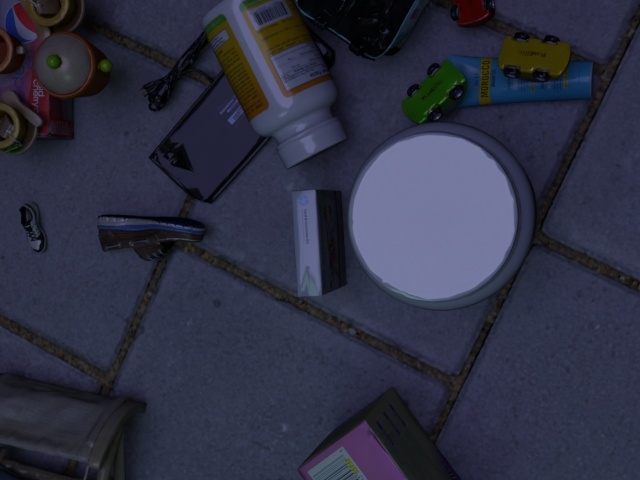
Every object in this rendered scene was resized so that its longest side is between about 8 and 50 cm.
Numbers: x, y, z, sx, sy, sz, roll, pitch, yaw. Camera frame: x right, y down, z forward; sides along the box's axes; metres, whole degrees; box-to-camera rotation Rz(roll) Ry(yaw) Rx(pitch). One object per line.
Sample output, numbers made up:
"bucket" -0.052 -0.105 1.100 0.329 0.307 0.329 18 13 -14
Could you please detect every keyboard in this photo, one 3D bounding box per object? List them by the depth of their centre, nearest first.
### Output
"keyboard" -0.146 -0.227 1.537 0.201 0.033 0.317 43 99 2

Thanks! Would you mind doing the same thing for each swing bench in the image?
"swing bench" -0.432 0.354 1.555 0.253 0.165 0.255 9 94 13

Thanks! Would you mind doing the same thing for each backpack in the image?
"backpack" 0.083 -0.370 1.415 0.166 0.144 0.188 36 119 10

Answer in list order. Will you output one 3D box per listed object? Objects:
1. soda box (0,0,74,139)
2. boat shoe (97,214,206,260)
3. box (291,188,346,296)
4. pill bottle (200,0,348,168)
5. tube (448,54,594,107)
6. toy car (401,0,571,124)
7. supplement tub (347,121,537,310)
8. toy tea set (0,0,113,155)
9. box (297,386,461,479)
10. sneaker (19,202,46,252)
"soda box" -0.444 -0.290 1.575 0.092 0.083 0.263 1 92 13
"boat shoe" -0.260 -0.003 1.558 0.183 0.066 0.066 4 98 23
"box" 0.000 0.000 1.431 0.038 0.186 0.145 -3 91 13
"pill bottle" -0.059 -0.233 1.438 0.136 0.136 0.246 -26 92 13
"tube" 0.282 -0.227 1.433 0.207 0.052 0.080 2 79 19
"toy car" 0.209 -0.249 1.417 0.225 0.053 0.239 -44 62 11
"supplement tub" 0.164 -0.032 1.321 0.235 0.325 0.235 0 92 13
"toy tea set" -0.464 -0.240 1.474 0.336 0.124 0.200 -36 85 11
"box" 0.100 0.341 1.392 0.117 0.243 0.213 -38 84 12
"sneaker" -0.466 -0.019 1.614 0.032 0.037 0.083 -16 90 11
